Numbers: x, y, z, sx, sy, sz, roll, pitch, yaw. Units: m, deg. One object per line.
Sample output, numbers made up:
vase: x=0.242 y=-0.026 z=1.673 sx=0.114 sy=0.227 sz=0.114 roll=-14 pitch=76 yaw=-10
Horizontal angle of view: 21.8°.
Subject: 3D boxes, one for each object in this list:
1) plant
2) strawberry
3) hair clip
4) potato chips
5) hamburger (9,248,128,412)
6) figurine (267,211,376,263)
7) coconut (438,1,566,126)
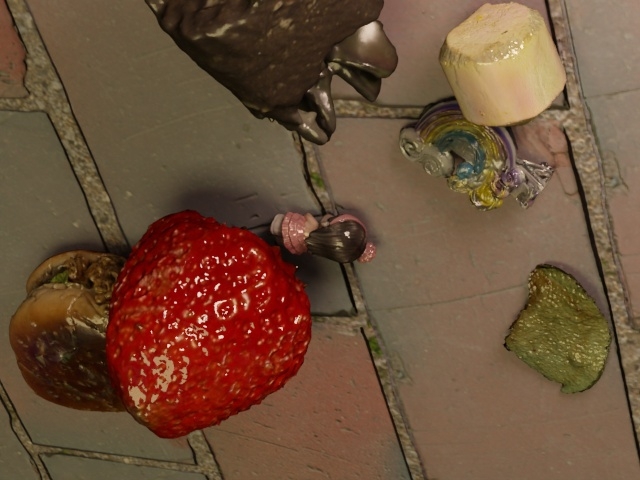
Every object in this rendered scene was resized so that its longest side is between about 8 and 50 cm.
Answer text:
plant: x=-0.038 y=-0.232 z=1.660 sx=0.188 sy=0.199 sz=0.276 roll=-40 pitch=148 yaw=11
strawberry: x=-0.147 y=0.114 z=2.004 sx=0.257 sy=0.277 sz=0.257 roll=26 pitch=149 yaw=17
hair clip: x=0.169 y=-0.098 z=1.812 sx=0.172 sy=0.049 sz=0.116 roll=33 pitch=125 yaw=8
potato chips: x=0.279 y=0.112 z=1.966 sx=0.142 sy=0.026 sz=0.209 roll=-8 pitch=128 yaw=30
hamburger: x=-0.291 y=0.129 z=2.218 sx=0.243 sy=0.146 sz=0.286 roll=33 pitch=137 yaw=-14
figurine: x=0.000 y=0.000 z=1.989 sx=0.129 sy=0.054 sz=0.072 roll=2 pitch=135 yaw=30
coconut: x=0.187 y=-0.169 z=1.680 sx=0.116 sy=0.116 sz=0.122 roll=-1 pitch=132 yaw=30
